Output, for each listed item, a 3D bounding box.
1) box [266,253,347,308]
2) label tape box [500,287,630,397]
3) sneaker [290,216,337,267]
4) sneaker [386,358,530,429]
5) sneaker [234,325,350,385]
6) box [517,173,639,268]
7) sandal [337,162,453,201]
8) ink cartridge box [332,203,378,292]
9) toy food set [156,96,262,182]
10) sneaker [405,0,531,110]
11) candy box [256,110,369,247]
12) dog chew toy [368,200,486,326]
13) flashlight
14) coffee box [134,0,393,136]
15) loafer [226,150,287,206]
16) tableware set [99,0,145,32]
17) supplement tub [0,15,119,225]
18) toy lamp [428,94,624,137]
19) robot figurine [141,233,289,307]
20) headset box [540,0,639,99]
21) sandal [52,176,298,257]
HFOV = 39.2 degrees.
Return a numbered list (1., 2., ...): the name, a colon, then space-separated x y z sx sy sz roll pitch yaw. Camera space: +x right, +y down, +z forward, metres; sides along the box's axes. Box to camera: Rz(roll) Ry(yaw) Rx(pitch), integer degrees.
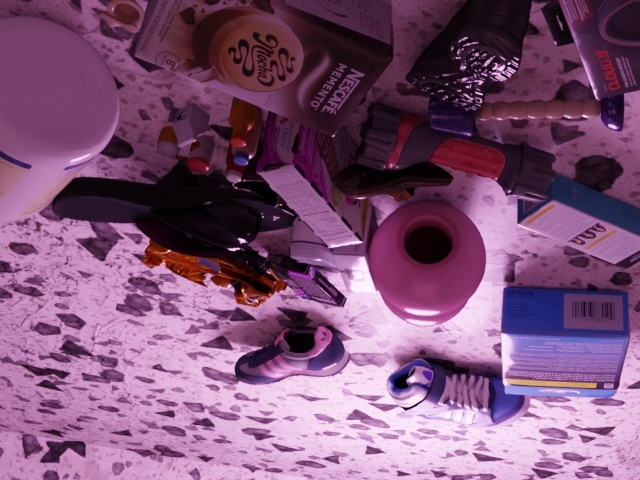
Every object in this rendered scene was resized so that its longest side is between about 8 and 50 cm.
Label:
1. box: -0.030 0.085 1.862 0.116 0.029 0.162 11 156 38
2. label tape box: 0.517 0.228 1.925 0.249 0.115 0.347 1 151 13
3. sneaker: 0.000 0.000 1.674 0.094 0.091 0.258 9 175 5
4. sneaker: 0.319 0.367 2.184 0.323 0.130 0.236 -7 151 33
5. sneaker: -0.091 0.264 2.161 0.319 0.112 0.131 -13 126 28
6. box: 0.467 -0.032 1.547 0.244 0.060 0.100 20 148 -19
7. sandal: 0.117 -0.090 1.442 0.219 0.090 0.060 -16 134 -37
8. ink cartridge box: 0.072 0.016 1.673 0.063 0.109 0.150 1 150 15
9. toy food set: -0.174 -0.153 1.453 0.232 0.104 0.111 -17 141 36
10. sneaker: 0.205 -0.259 1.186 0.109 0.130 0.286 27 168 -12
11. candy box: -0.002 -0.114 1.426 0.071 0.159 0.233 -8 146 28
12. dog chew toy: 0.194 0.064 1.652 0.207 0.206 0.332 4 157 7
13. flashlight: 0.210 -0.128 1.395 0.304 0.103 0.103 16 -173 -5
14. coffee box: -0.071 -0.278 1.186 0.297 0.118 0.168 20 138 -19
15. loafer: -0.067 -0.086 1.567 0.220 0.078 0.080 19 148 -17
16. tableware set: -0.219 -0.322 1.266 0.141 0.020 0.169 27 145 -28
17. supplement tub: -0.477 -0.167 1.377 0.235 0.235 0.325 26 145 -28
18. toy lamp: 0.296 -0.190 1.307 0.275 0.080 0.080 -2 148 13
19. robot figurine: -0.206 0.053 1.795 0.291 0.085 0.211 23 159 -9
20. headset box: 0.417 -0.295 1.067 0.293 0.110 0.218 -9 146 26
21. sandal: -0.251 -0.027 1.607 0.446 0.107 0.167 4 162 -23
